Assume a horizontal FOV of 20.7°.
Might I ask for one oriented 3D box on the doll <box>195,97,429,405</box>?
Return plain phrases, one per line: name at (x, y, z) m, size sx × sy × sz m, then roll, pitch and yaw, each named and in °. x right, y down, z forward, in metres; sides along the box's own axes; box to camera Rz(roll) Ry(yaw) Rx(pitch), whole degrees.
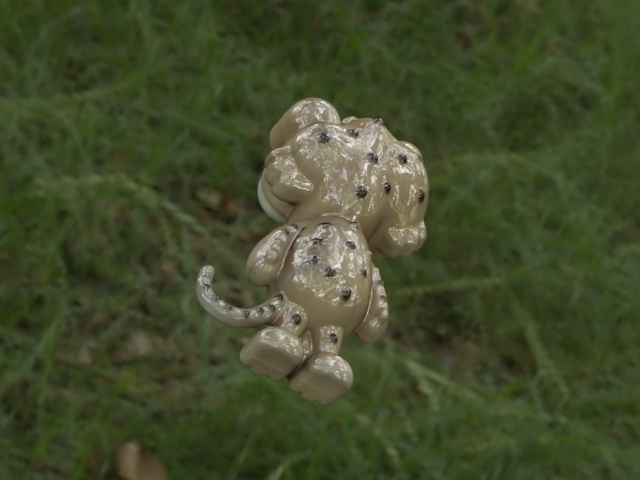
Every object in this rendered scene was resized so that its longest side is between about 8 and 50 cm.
doll at (0.002, 0.002, 1.404) m, size 0.154 × 0.119 × 0.278 m, roll 35°, pitch 45°, yaw -10°
